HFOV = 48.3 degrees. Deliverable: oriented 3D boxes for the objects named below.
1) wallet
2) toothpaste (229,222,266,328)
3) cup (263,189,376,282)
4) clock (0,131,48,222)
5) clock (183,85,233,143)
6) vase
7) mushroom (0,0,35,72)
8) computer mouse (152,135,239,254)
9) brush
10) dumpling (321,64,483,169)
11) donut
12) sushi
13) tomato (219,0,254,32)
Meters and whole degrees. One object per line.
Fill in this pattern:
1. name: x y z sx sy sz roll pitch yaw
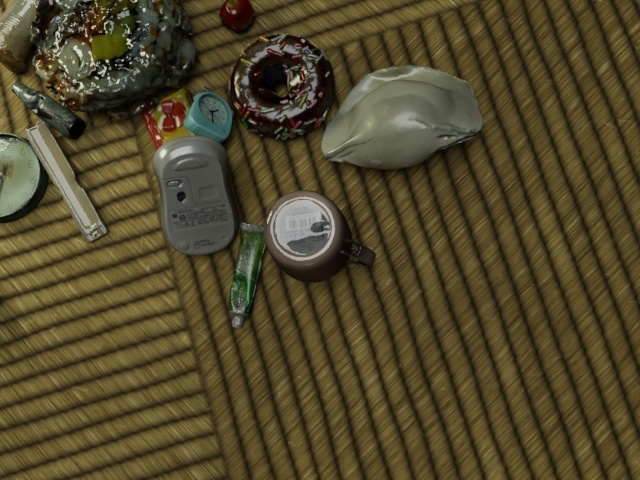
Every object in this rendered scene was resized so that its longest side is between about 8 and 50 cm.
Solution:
1. wallet: -0.334 -0.237 1.721 0.141 0.067 0.241 -26 80 3
2. toothpaste: -0.173 0.082 1.667 0.078 0.047 0.248 9 80 7
3. cup: 0.000 0.000 1.584 0.252 0.200 0.192 21 83 8
4. clock: -0.788 -0.158 1.760 0.226 0.049 0.226 -1 80 5
5. clock: -0.261 -0.308 1.702 0.108 0.045 0.147 27 52 -27
6. vase: -0.683 -0.329 1.771 0.211 0.060 0.060 34 86 10
7. mushroom: -0.722 -0.592 1.784 0.095 0.122 0.351 23 91 40
8. computer mouse: -0.289 -0.110 1.635 0.184 0.297 0.121 -15 37 -9
9. brush: -0.618 -0.143 1.746 0.060 0.050 0.321 -30 87 -3
10. dumpling: 0.175 -0.289 1.640 0.341 0.181 0.260 -22 52 34
11. donut: -0.095 -0.371 1.702 0.269 0.103 0.270 -1 82 3
12. sushi: -0.502 -0.486 1.716 0.417 0.176 0.418 -1 79 6
13. tomato: -0.205 -0.560 1.755 0.087 0.075 0.087 -1 77 5
